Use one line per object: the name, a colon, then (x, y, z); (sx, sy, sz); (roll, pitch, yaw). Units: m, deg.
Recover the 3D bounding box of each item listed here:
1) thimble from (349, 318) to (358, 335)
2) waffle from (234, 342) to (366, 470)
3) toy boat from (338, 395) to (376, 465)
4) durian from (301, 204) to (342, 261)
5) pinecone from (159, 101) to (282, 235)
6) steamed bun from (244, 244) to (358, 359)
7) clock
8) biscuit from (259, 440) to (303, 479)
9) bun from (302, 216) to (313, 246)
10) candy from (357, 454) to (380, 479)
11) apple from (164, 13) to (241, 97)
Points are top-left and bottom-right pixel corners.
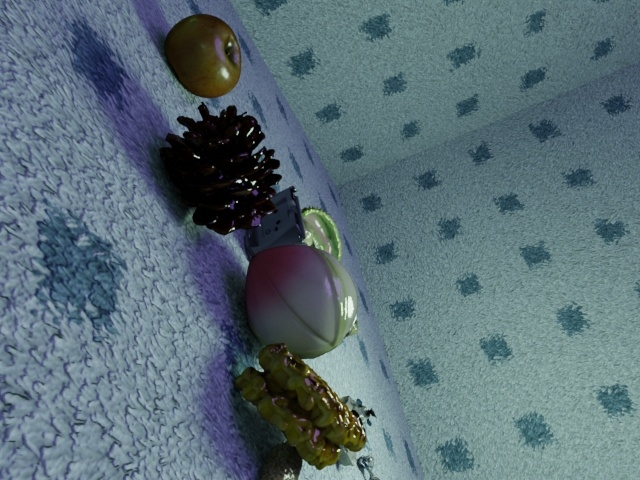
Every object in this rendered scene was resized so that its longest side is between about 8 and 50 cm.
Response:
thimble: (0.060, 0.301, 1.935); (0.137, 0.143, 0.190); (56, 15, -47)
waffle: (-0.036, 0.378, 1.108); (0.261, 0.151, 0.324); (35, -12, 40)
toy boat: (0.105, 0.606, 1.604); (0.141, 0.140, 0.269); (67, 24, -8)
durian: (0.000, 0.000, 2.233); (0.169, 0.158, 0.352); (-54, 127, -64)
pinecone: (-0.227, -0.180, 1.155); (0.298, 0.242, 0.296); (-84, 154, -55)
steamed bun: (-0.073, 0.136, 1.254); (0.309, 0.309, 0.309); (-21, 90, -80)
clock: (-0.142, -0.047, 1.494); (0.083, 0.186, 0.253); (50, 20, -46)
biscuit: (-0.084, 0.498, 1.019); (0.082, 0.070, 0.168); (59, 12, -5)
bun: (-0.128, -0.038, 1.693); (0.229, 0.145, 0.229); (35, 11, -8)
candy: (0.188, 0.873, 1.720); (0.226, 0.051, 0.094); (68, 21, 7)
apple: (-0.352, -0.550, 1.457); (0.237, 0.207, 0.237); (-5, 90, -69)
